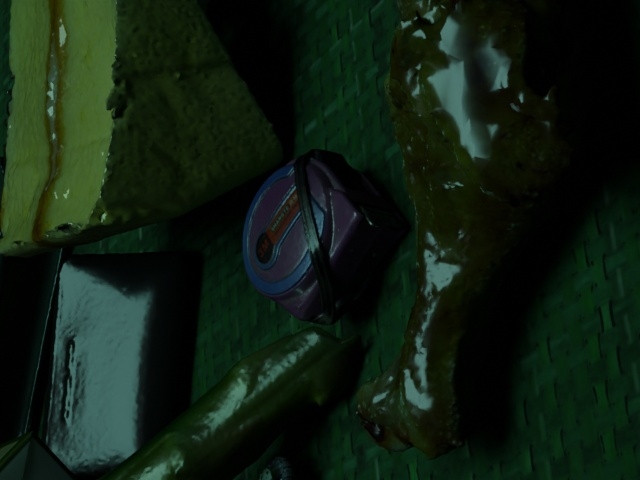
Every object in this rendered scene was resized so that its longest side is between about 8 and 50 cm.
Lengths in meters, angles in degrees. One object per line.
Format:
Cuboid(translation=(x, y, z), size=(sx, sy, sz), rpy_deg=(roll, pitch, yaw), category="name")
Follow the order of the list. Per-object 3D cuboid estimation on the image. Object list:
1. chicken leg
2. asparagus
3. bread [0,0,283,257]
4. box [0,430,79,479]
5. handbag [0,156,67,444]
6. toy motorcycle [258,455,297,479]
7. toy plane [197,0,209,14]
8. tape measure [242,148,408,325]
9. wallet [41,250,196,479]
Cuboid(translation=(0.104, -0.036, 1.102), size=(0.211, 0.140, 0.361), rpy_deg=(-167, 78, -81), category="chicken leg")
Cuboid(translation=(-0.101, 0.171, 1.349), size=(0.343, 0.082, 0.085), rpy_deg=(-43, 8, 10), category="asparagus")
Cuboid(translation=(-0.208, -0.120, 1.496), size=(0.263, 0.198, 0.236), rpy_deg=(-10, 105, 58), category="bread")
Cuboid(translation=(-0.263, 0.299, 1.485), size=(0.177, 0.195, 0.148), rpy_deg=(-49, 14, -32), category="box")
Cuboid(translation=(-0.364, 0.072, 1.908), size=(0.238, 0.089, 0.326), rpy_deg=(9, 90, 60), category="handbag")
Cuboid(translation=(-0.025, 0.243, 1.279), size=(0.106, 0.074, 0.190), rpy_deg=(-67, 26, 22), category="toy motorcycle")
Cuboid(translation=(-0.141, -0.265, 1.598), size=(0.267, 0.123, 0.266), rpy_deg=(-31, 52, 53), category="toy plane")
Cuboid(translation=(0.000, 0.000, 1.320), size=(0.118, 0.074, 0.125), rpy_deg=(-57, 41, 24), category="tape measure")
Cuboid(translation=(-0.186, 0.131, 1.569), size=(0.149, 0.044, 0.250), rpy_deg=(0, 78, 27), category="wallet")
